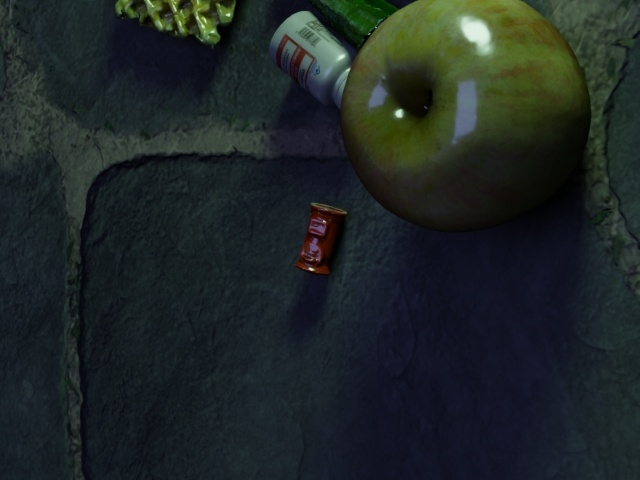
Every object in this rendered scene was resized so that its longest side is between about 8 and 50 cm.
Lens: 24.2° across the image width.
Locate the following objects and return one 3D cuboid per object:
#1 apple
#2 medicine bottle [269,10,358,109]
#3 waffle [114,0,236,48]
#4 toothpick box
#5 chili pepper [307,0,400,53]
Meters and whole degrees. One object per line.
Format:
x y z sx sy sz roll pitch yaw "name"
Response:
0.158 -0.135 1.581 0.257 0.234 0.257 -1 88 36 "apple"
0.009 -0.209 1.792 0.140 0.079 0.079 43 111 31 "medicine bottle"
-0.174 -0.369 1.957 0.223 0.054 0.204 22 99 34 "waffle"
0.000 0.000 1.800 0.047 0.047 0.083 19 98 36 "toothpick box"
0.012 -0.293 1.801 0.227 0.088 0.059 40 129 36 "chili pepper"
